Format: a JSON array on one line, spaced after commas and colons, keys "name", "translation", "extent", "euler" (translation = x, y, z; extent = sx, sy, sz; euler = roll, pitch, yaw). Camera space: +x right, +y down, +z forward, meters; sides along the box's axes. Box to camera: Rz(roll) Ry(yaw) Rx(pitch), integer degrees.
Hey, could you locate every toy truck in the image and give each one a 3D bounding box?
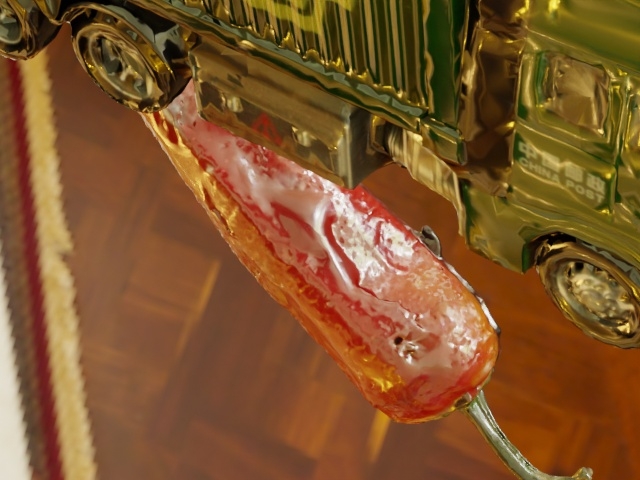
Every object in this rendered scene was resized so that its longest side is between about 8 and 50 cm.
[{"name": "toy truck", "translation": [0.001, -0.076, 0.431], "extent": [0.259, 0.121, 0.088], "euler": [27, 58, 24]}]

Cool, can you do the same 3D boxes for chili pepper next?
[{"name": "chili pepper", "translation": [0.000, 0.000, 0.726], "extent": [0.059, 0.050, 0.268], "euler": [-42, 89, 25]}]
